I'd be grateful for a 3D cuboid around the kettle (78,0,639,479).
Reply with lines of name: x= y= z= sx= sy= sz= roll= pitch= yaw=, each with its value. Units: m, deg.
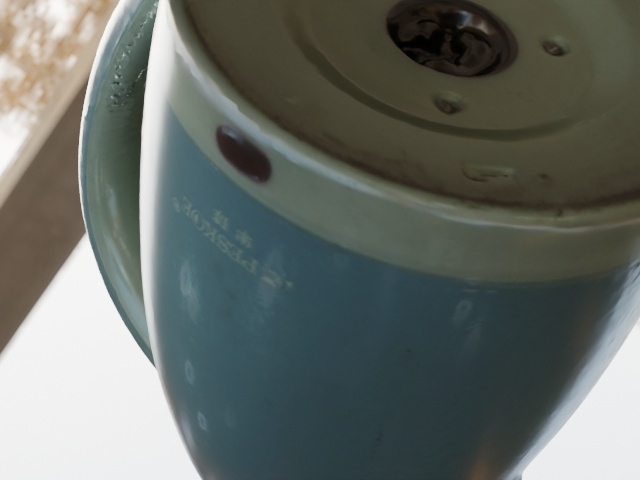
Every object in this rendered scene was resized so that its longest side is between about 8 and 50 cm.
kettle: x=0.000 y=0.000 z=0.817 sx=0.247 sy=0.342 sz=0.319 roll=-30 pitch=-120 yaw=-37
